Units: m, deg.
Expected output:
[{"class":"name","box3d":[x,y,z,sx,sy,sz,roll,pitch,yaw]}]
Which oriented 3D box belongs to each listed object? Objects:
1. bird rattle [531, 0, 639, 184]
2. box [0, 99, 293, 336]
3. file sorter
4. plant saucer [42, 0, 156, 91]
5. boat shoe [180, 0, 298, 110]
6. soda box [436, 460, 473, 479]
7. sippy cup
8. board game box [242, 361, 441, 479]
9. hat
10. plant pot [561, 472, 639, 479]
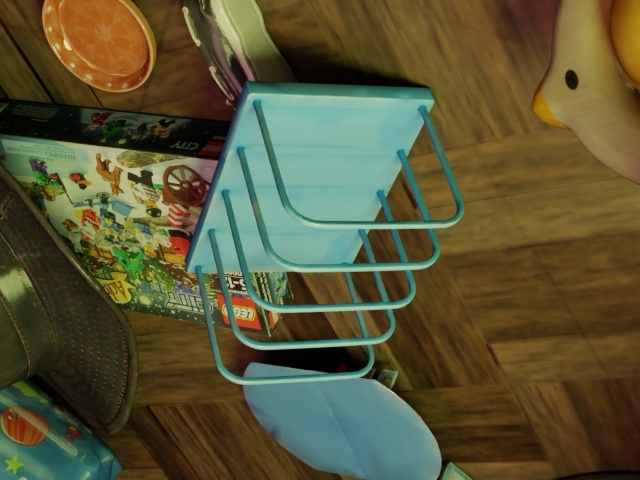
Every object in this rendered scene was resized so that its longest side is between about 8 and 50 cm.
[{"class":"bird rattle","box3d":[0.191,-0.099,0.525,0.207,0.143,0.253,32,114,41]},{"class":"box","box3d":[-0.145,-0.018,0.879,0.233,0.044,0.159,8,132,24]},{"class":"file sorter","box3d":[0.000,0.000,0.733,0.118,0.104,0.170,-1,142,-22]},{"class":"plant saucer","box3d":[-0.145,-0.137,0.794,0.083,0.013,0.083,16,136,17]},{"class":"boat shoe","box3d":[-0.047,-0.103,0.744,0.038,0.046,0.125,-8,121,36]},{"class":"soda box","box3d":[0.067,0.250,0.992,0.063,0.058,0.183,40,136,-8]},{"class":"sippy cup","box3d":[-0.305,0.201,1.024,0.224,0.305,0.240,28,120,8]},{"class":"board game box","box3d":[0.022,0.134,0.934,0.169,0.033,0.133,4,136,34]},{"class":"hat","box3d":[-0.284,0.037,0.877,0.331,0.134,0.331,34,145,28]},{"class":"plant pot","box3d":[0.235,0.377,0.851,0.323,0.280,0.323,15,135,16]}]
